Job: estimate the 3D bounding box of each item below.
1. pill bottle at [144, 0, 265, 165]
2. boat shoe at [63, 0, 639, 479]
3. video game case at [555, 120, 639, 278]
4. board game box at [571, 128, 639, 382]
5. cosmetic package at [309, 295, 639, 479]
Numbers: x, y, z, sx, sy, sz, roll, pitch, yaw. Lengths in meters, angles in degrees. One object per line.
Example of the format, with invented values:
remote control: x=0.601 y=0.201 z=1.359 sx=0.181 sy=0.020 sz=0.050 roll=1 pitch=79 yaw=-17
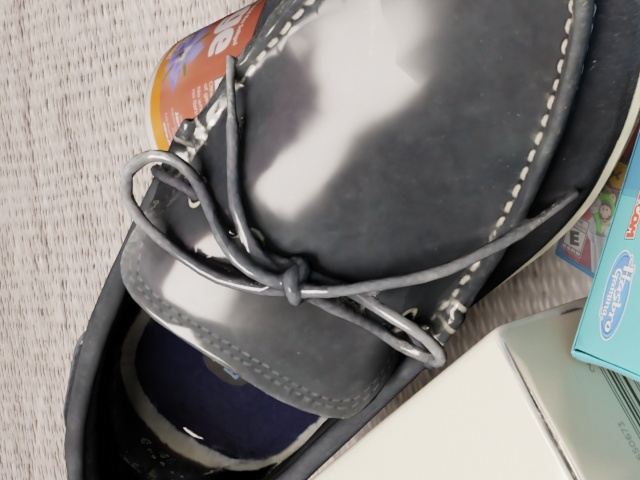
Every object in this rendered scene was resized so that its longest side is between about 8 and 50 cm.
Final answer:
pill bottle: x=0.002 y=-0.089 z=0.866 sx=0.216 sy=0.121 sz=0.121 roll=-15 pitch=85 yaw=50
boat shoe: x=0.000 y=0.000 z=0.736 sx=0.187 sy=0.156 sz=0.500 roll=36 pitch=133 yaw=0
video game case: x=0.181 y=-0.042 z=0.740 sx=0.119 sy=0.015 sz=0.166 roll=36 pitch=123 yaw=42
board game box: x=0.223 y=-0.041 z=0.486 sx=0.336 sy=0.079 sz=0.254 roll=-156 pitch=82 yaw=-71
cosmetic package: x=0.083 y=0.142 z=0.770 sx=0.309 sy=0.160 sz=0.113 roll=-49 pitch=62 yaw=48
